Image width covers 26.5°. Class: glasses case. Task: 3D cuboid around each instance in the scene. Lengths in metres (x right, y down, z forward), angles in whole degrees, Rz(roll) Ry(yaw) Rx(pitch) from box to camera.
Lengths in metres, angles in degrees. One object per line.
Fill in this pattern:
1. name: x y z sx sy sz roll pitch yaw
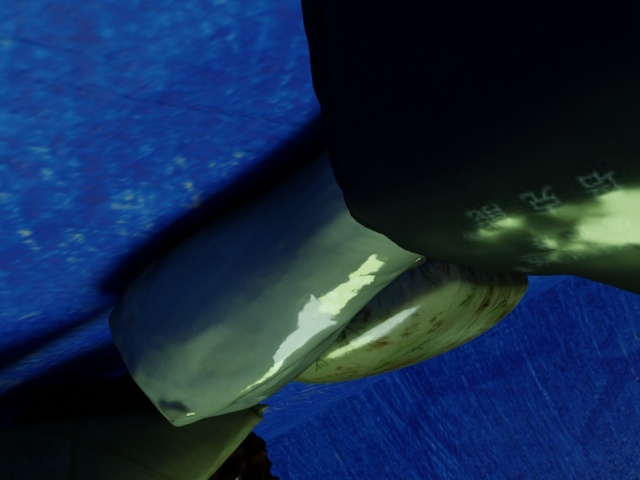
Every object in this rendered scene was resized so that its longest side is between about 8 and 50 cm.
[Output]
1. glasses case: 0.074 0.050 1.123 0.156 0.098 0.425 -27 171 14

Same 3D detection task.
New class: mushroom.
1. mushroom: 0.002 -0.001 0.694 0.351 0.097 0.109 -40 171 36

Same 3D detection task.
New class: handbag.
1. handbag: 0.186 -0.061 0.370 0.302 0.178 0.275 -18 159 39

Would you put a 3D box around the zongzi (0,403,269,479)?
1. zongzi: -0.207 0.147 0.725 0.317 0.154 0.289 -37 158 6

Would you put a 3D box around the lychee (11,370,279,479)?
1. lychee: -0.157 0.231 0.975 0.267 0.267 0.267 -27 170 -5
